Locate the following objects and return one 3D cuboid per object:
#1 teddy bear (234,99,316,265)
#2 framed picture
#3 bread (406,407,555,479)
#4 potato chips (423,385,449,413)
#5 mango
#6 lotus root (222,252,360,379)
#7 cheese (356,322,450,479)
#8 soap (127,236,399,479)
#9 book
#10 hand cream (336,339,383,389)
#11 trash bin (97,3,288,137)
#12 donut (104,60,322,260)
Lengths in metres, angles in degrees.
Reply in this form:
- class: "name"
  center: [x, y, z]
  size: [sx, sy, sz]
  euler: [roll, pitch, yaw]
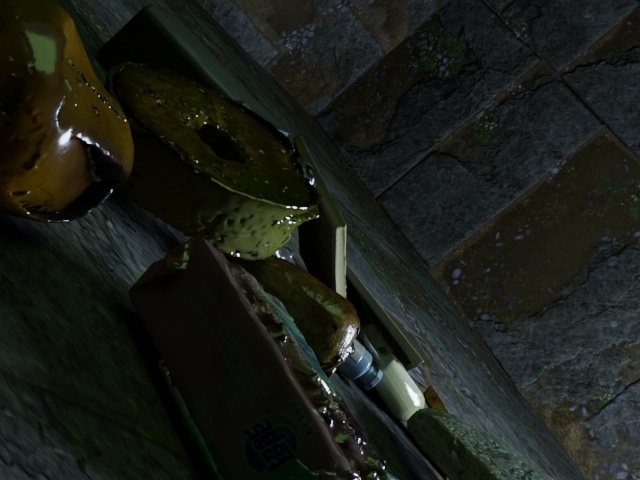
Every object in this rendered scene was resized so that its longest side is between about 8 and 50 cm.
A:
- class: "teddy bear"
  center: [-0.069, -0.050, 1.558]
  size: [0.171, 0.144, 0.251]
  euler: [62, 2, -35]
- class: "framed picture"
  center: [0.071, 0.113, 1.779]
  size: [0.184, 0.016, 0.250]
  euler: [52, -8, 7]
- class: "bread"
  center: [0.230, 0.296, 1.504]
  size: [0.207, 0.056, 0.286]
  euler: [25, 12, -41]
- class: "potato chips"
  center: [0.179, 0.266, 1.669]
  size: [0.204, 0.026, 0.037]
  euler: [-118, -173, -45]
- class: "mango"
  center: [-0.212, -0.096, 0.902]
  size: [0.151, 0.156, 0.249]
  euler: [14, 0, 11]
- class: "lotus root"
  center: [-0.040, 0.065, 1.349]
  size: [0.191, 0.094, 0.108]
  euler: [43, -25, -9]
- class: "cheese"
  center: [0.115, 0.217, 1.657]
  size: [0.235, 0.050, 0.127]
  euler: [58, -1, -8]
- class: "soap"
  center: [-0.036, 0.131, 0.989]
  size: [0.218, 0.098, 0.273]
  euler: [41, 12, -51]
- class: "book"
  center: [-0.001, 0.000, 1.668]
  size: [0.241, 0.018, 0.170]
  euler: [88, -18, -50]
- class: "hand cream"
  center: [0.008, 0.118, 1.548]
  size: [0.171, 0.043, 0.065]
  euler: [44, 3, -12]
- class: "trash bin"
  center: [-0.178, -0.198, 1.734]
  size: [0.240, 0.122, 0.164]
  euler: [49, 8, 3]
- class: "donut"
  center: [-0.128, -0.075, 1.307]
  size: [0.272, 0.107, 0.272]
  euler: [29, 18, -10]
